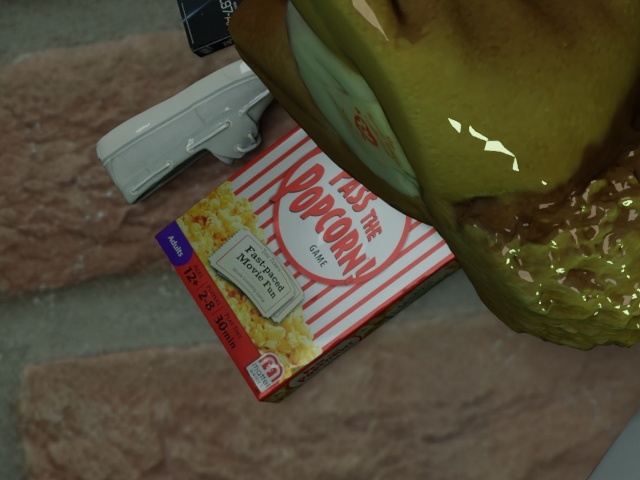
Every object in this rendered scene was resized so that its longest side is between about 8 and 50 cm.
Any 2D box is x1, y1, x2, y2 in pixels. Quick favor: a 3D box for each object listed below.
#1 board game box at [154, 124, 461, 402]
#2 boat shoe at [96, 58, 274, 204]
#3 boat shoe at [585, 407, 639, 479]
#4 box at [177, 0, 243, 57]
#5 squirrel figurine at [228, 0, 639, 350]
[{"bbox_3d":[0.000,0.000,1.028,0.193,0.045,0.147,-38,73,9],"label":"board game box"},{"bbox_3d":[-0.077,-0.084,1.058,0.184,0.066,0.063,-27,89,10],"label":"boat shoe"},{"bbox_3d":[0.289,0.097,0.900,0.102,0.108,0.301,42,83,-14],"label":"boat shoe"},{"bbox_3d":[-0.075,-0.188,1.092,0.067,0.018,0.083,-19,77,15],"label":"box"},{"bbox_3d":[0.190,-0.151,0.881,0.370,0.281,0.397,-38,79,-11],"label":"squirrel figurine"}]
